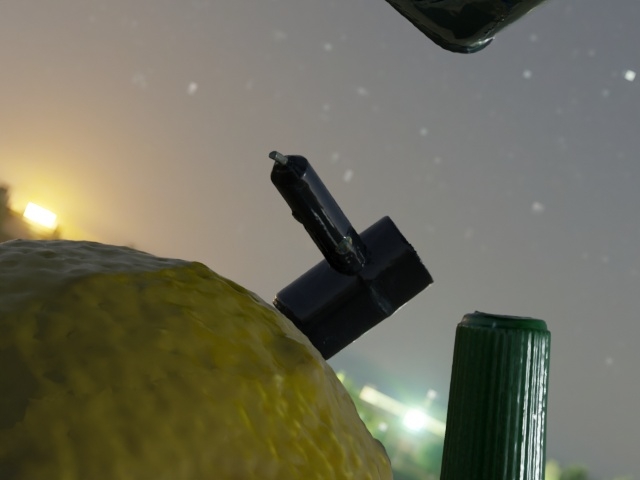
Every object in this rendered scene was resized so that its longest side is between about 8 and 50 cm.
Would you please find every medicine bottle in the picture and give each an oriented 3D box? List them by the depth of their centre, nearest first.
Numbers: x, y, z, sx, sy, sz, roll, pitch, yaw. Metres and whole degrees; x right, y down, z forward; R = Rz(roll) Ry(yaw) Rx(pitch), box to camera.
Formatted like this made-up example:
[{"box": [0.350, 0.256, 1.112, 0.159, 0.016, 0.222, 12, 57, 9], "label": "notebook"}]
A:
[{"box": [0.093, 0.194, 0.915, 0.111, 0.309, 0.076, 4, 0, 24], "label": "medicine bottle"}]

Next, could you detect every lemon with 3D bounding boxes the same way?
[{"box": [-0.080, 0.095, 0.484, 0.192, 0.192, 0.231, 22, 30, 40], "label": "lemon"}]

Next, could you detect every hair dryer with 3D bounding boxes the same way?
[{"box": [0.000, 0.000, 1.291, 0.071, 0.124, 0.219, 52, -4, 42], "label": "hair dryer"}]

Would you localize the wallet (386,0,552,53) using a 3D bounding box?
[{"box": [0.065, -0.188, 0.894, 0.176, 0.075, 0.250, 41, -8, -6], "label": "wallet"}]
